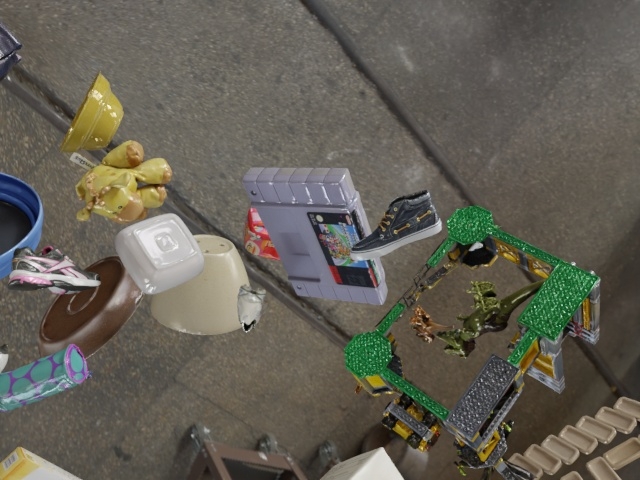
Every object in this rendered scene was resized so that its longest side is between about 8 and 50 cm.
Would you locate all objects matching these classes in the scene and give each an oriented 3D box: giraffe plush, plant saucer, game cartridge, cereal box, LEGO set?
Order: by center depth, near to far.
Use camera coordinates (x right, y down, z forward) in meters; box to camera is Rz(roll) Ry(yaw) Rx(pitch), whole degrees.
[{"bbox_3d":[0.206,0.140,0.784,0.331,0.254,0.192,-55,143,-19],"label":"LEGO set"},{"bbox_3d":[-0.420,-0.104,1.246,0.210,0.170,0.181,15,111,-22],"label":"giraffe plush"},{"bbox_3d":[0.000,0.000,1.256,0.068,0.230,0.355,-59,142,-35],"label":"game cartridge"},{"bbox_3d":[-0.621,0.556,1.280,0.173,0.047,0.240,-44,137,-14],"label":"cereal box"},{"bbox_3d":[-0.512,0.139,1.334,0.310,0.310,0.050,-43,123,-8],"label":"plant saucer"}]

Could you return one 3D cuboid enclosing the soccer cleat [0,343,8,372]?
[{"bbox_3d":[-1.064,0.341,1.788,0.116,0.331,0.143,35,69,-57],"label":"soccer cleat"}]

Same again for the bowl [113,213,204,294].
[{"bbox_3d":[-0.293,0.014,1.118,0.142,0.142,0.053,-24,163,-39],"label":"bowl"}]

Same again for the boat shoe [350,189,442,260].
[{"bbox_3d":[0.132,-0.030,1.135,0.183,0.065,0.083,-22,108,0],"label":"boat shoe"}]

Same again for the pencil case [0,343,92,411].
[{"bbox_3d":[-0.451,0.221,0.969,0.151,0.070,0.065,-21,112,8],"label":"pencil case"}]

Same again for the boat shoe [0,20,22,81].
[{"bbox_3d":[-0.774,-0.441,1.218,0.340,0.127,0.158,42,56,-10],"label":"boat shoe"}]

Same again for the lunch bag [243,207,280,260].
[{"bbox_3d":[-0.125,-0.003,2.129,0.293,0.258,0.120,11,117,-16],"label":"lunch bag"}]

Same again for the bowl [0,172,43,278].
[{"bbox_3d":[-0.843,-0.023,1.377,0.391,0.391,0.077,-13,135,-25],"label":"bowl"}]

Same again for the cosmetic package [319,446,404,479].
[{"bbox_3d":[0.001,0.489,0.992,0.309,0.160,0.113,-26,79,-44],"label":"cosmetic package"}]

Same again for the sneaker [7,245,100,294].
[{"bbox_3d":[-0.458,0.048,1.055,0.178,0.071,0.077,24,55,-67],"label":"sneaker"}]

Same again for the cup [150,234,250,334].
[{"bbox_3d":[-0.375,0.120,1.951,0.331,0.331,0.237,-3,114,-28],"label":"cup"}]

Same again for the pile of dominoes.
[{"bbox_3d":[0.424,0.345,0.886,0.251,0.196,0.040,-29,114,2],"label":"pile of dominoes"}]

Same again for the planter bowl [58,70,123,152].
[{"bbox_3d":[-0.529,-0.283,1.427,0.090,0.217,0.217,27,94,-27],"label":"planter bowl"}]

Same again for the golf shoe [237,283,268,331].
[{"bbox_3d":[-0.151,0.149,1.258,0.069,0.176,0.086,12,74,3],"label":"golf shoe"}]
